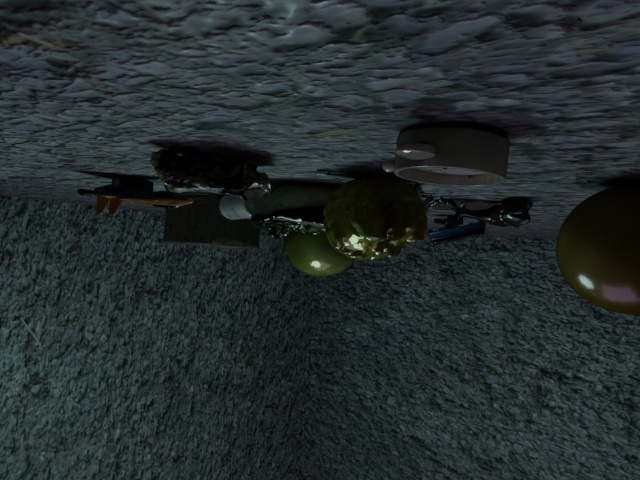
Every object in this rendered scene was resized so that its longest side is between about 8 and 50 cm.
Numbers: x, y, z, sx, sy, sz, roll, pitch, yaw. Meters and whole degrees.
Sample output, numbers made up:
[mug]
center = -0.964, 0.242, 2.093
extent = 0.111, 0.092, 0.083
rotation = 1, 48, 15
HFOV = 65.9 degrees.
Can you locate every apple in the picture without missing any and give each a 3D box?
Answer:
[apple]
center = 0.000, 0.000, 1.900
extent = 0.254, 0.291, 0.292
rotation = -24, 160, 40

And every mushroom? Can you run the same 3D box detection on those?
[mushroom]
center = -0.013, -0.078, 1.330
extent = 0.344, 0.129, 0.247
rotation = 8, 177, 9

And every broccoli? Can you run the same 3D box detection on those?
[broccoli]
center = -0.046, -0.057, 1.698
extent = 0.304, 0.145, 0.165
rotation = 6, 175, 21

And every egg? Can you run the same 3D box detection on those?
[egg]
center = 0.618, 0.017, 0.959
extent = 0.323, 0.250, 0.250
rotation = -1, -179, -22

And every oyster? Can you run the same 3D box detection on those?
[oyster]
center = -0.197, -0.126, 0.972
extent = 0.214, 0.083, 0.223
rotation = 7, -176, 5

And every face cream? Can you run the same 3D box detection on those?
[face cream]
center = -0.259, -0.112, 1.553
extent = 0.092, 0.092, 0.311
rotation = 5, 179, -31

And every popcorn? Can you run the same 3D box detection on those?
[popcorn]
center = 0.122, -0.050, 1.066
extent = 0.235, 0.180, 0.217
rotation = -9, 177, -10

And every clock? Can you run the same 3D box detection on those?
[clock]
center = 0.179, -0.117, 0.686
extent = 0.156, 0.063, 0.229
rotation = 6, 178, 43

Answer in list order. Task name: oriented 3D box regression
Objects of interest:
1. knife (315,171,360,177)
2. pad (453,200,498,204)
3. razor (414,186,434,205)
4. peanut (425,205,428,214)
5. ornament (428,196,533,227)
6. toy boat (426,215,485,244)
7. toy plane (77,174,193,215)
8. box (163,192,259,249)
[knife]
center = 0.037, -0.142, 1.061
extent = 0.096, 0.010, 0.027
rotation = 2, 178, -7
[pad]
center = 0.439, -0.105, 1.526
extent = 0.176, 0.002, 0.266
rotation = 4, 179, 10
[razor]
center = 0.242, -0.110, 1.228
extent = 0.068, 0.037, 0.191
rotation = -39, 165, 10
[peanut]
center = 0.194, -0.088, 1.392
extent = 0.214, 0.099, 0.099
rotation = 10, -179, 26
[ornament]
center = 0.415, -0.074, 1.321
extent = 0.236, 0.080, 0.202
rotation = 4, 180, 0
[toy boat]
center = 0.513, -0.049, 1.871
extent = 0.223, 0.097, 0.100
rotation = -12, 173, 7
[toy plane]
center = -0.494, -0.133, 1.386
extent = 0.316, 0.102, 0.204
rotation = -4, 178, 20
[box]
center = -0.392, -0.066, 1.828
extent = 0.225, 0.190, 0.297
rotation = 2, 178, 30
